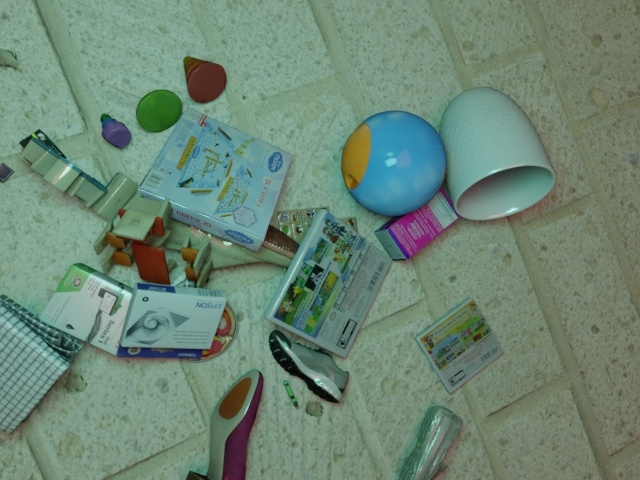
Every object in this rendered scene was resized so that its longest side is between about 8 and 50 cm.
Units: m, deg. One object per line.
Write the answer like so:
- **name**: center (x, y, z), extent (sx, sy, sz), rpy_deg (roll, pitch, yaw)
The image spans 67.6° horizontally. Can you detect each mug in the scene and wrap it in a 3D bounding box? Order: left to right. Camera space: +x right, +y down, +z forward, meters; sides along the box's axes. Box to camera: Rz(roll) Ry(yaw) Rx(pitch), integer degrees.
- **mug**: center (0.517, -0.255, 1.421), extent (0.374, 0.276, 0.328), rpy_deg (20, 51, -42)

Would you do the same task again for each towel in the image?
- **towel**: center (-0.733, 0.288, 1.128), extent (0.235, 0.121, 0.283), rpy_deg (41, 104, -8)

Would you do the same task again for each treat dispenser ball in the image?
- **treat dispenser ball**: center (0.201, -0.211, 1.322), extent (0.288, 0.288, 0.288), rpy_deg (1, 87, -14)

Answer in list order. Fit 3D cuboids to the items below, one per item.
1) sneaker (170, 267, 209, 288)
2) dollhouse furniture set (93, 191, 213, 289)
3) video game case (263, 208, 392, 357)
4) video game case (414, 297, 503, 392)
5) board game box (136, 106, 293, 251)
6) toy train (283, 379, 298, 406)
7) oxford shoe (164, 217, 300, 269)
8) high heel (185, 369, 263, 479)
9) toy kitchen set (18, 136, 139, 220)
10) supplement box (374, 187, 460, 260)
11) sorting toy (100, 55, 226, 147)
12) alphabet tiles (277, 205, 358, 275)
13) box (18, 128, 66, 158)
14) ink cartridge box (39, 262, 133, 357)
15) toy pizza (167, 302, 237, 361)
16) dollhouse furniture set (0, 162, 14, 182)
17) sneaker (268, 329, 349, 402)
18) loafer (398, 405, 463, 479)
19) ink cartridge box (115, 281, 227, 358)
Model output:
- **sneaker**: center (-0.367, 0.136, 1.284), extent (0.075, 0.063, 0.170), rpy_deg (44, 74, -2)
- **dollhouse furniture set**: center (-0.413, 0.024, 1.150), extent (0.262, 0.259, 0.135), rpy_deg (12, 48, 3)
- **video game case**: center (0.034, 0.127, 1.336), extent (0.300, 0.036, 0.329), rpy_deg (34, 78, -33)
- **video game case**: center (0.434, 0.325, 1.491), extent (0.227, 0.026, 0.206), rpy_deg (-33, 95, -12)
- **board game box**: center (-0.260, -0.166, 1.248), extent (0.318, 0.066, 0.318), rpy_deg (23, 52, -11)
- **toy train**: center (-0.084, 0.436, 1.360), extent (0.017, 0.024, 0.083), rpy_deg (-25, 94, -13)
- **oxford shoe**: center (-0.227, 0.014, 1.310), extent (0.397, 0.140, 0.146), rpy_deg (20, 107, -12)
- **high heel**: center (-0.220, 0.548, 1.303), extent (0.181, 0.127, 0.377), rpy_deg (40, 73, -38)
- **toy kitchen set**: center (-0.607, -0.173, 1.211), extent (0.166, 0.207, 0.122), rpy_deg (31, 79, 25)
- **supplement box**: center (0.289, -0.047, 1.427), extent (0.220, 0.111, 0.114), rpy_deg (-35, 95, -13)
- **sorting toy**: center (-0.437, -0.393, 1.290), extent (0.366, 0.127, 0.126), rpy_deg (-36, 67, -10)
- **alphabet tiles**: center (0.000, 0.000, 1.408), extent (0.237, 0.009, 0.198), rpy_deg (-7, 89, -14)
- **box**: center (-0.709, -0.230, 1.224), extent (0.062, 0.052, 0.083), rpy_deg (-41, 98, -12)
- **ink cartridge box**: center (-0.559, 0.177, 1.221), extent (0.219, 0.092, 0.160), rpy_deg (28, 82, -10)
- **toy pizza**: center (-0.322, 0.238, 1.278), extent (0.201, 0.032, 0.201), rpy_deg (-5, 106, -17)
- **dollhouse furniture set**: center (-0.846, -0.180, 1.173), extent (0.114, 0.081, 0.091), rpy_deg (40, 79, -9)
- **sneaker**: center (-0.034, 0.340, 1.350), extent (0.271, 0.100, 0.108), rpy_deg (42, 59, -8)
- **loafer**: center (0.321, 0.650, 1.404), extent (0.112, 0.112, 0.319), rpy_deg (29, 81, -2)
- **ink cartridge box**: center (-0.367, 0.215, 1.180), extent (0.223, 0.045, 0.224), rpy_deg (9, 114, -31)
